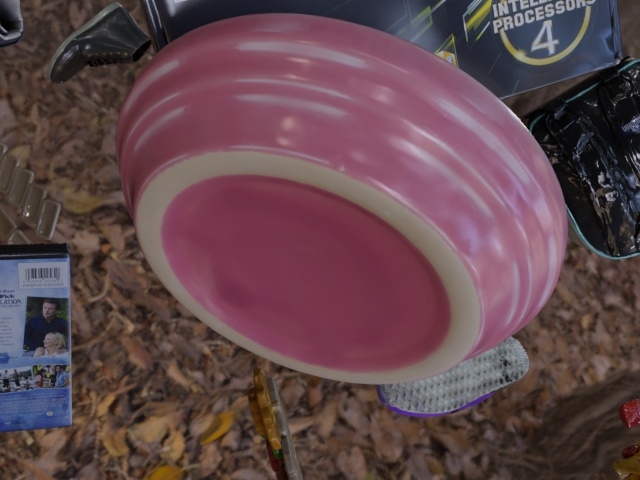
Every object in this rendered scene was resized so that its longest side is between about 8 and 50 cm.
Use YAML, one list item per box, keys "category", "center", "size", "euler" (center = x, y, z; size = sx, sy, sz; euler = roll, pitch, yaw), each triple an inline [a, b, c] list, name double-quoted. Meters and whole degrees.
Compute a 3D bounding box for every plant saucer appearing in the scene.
- category: "plant saucer"
  center: [0.000, 0.000, 0.616]
  size: [0.332, 0.332, 0.084]
  euler: [38, 52, -21]

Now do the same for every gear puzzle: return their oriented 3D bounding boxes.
- category: "gear puzzle"
  center: [-0.049, 0.266, 1.021]
  size: [0.339, 0.044, 0.176]
  euler: [81, -6, -52]

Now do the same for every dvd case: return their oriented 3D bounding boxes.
- category: "dvd case"
  center: [-0.367, 0.114, 0.956]
  size: [0.180, 0.253, 0.022]
  euler: [-1, 34, -17]

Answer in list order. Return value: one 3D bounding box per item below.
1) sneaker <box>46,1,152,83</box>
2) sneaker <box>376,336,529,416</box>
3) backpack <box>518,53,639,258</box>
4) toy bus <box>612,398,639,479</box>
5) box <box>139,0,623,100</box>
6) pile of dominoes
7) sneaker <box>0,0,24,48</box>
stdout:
- category: "sneaker"
  center: [-0.467, -0.391, 1.841]
  size: [0.118, 0.222, 0.083]
  euler: [44, -5, 5]
- category: "sneaker"
  center: [0.202, 0.247, 1.446]
  size: [0.293, 0.146, 0.102]
  euler: [-7, 63, -32]
- category: "backpack"
  center: [0.309, -0.080, 0.937]
  size: [0.188, 0.165, 0.144]
  euler: [59, -1, -2]
- category: "toy bus"
  center: [0.545, 0.327, 1.303]
  size: [0.190, 0.104, 0.202]
  euler: [14, 80, -15]
- category: "box"
  center: [0.040, -0.249, 0.720]
  size: [0.097, 0.394, 0.318]
  euler: [-128, -157, -68]
- category: "pile of dominoes"
  center: [-0.507, -0.049, 1.332]
  size: [0.251, 0.196, 0.040]
  euler: [44, 10, 11]
- category: "sneaker"
  center: [-0.521, -0.310, 1.197]
  size: [0.226, 0.163, 0.086]
  euler: [1, 86, -49]
